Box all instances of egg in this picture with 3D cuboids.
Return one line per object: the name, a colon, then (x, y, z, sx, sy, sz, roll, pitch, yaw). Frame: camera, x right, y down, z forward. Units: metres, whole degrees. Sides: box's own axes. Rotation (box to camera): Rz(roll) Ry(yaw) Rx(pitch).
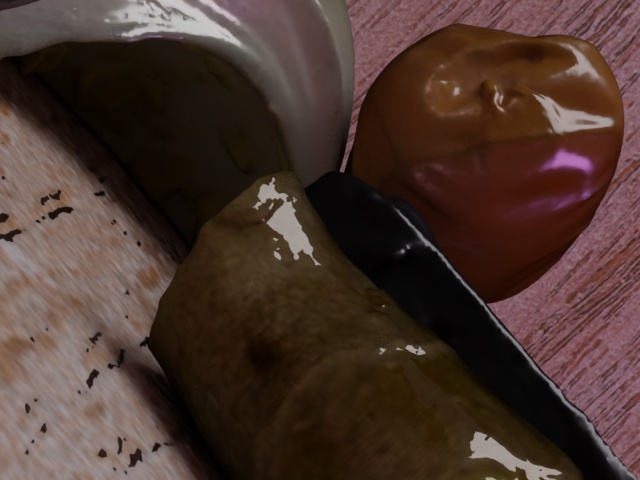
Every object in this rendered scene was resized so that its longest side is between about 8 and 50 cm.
egg: (-0.075, -0.118, 0.896, 0.271, 0.162, 0.206, 49, 6, -35)

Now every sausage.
sausage: (0.077, -0.033, 0.895, 0.241, 0.136, 0.120, 94, -15, -72)

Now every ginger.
ginger: (0.038, 0.097, 0.614, 0.263, 0.109, 0.116, 51, 29, 16)

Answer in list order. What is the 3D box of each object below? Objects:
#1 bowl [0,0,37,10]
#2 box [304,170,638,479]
bowl: (-0.172, -0.187, 0.598, 0.277, 0.145, 0.277, 53, 5, -7)
box: (0.075, 0.114, 0.812, 0.290, 0.073, 0.289, 51, -9, 10)
